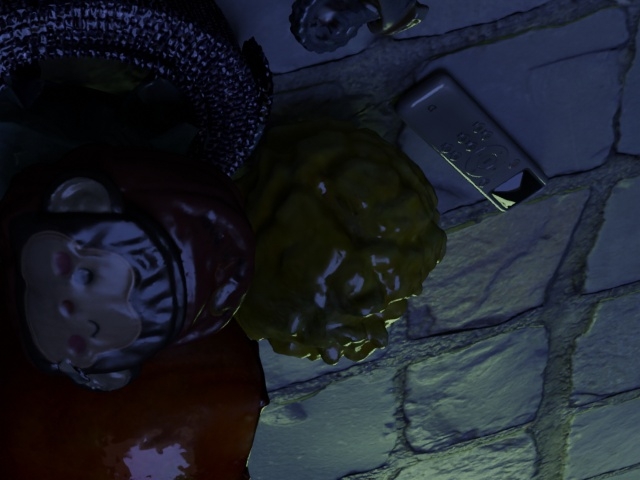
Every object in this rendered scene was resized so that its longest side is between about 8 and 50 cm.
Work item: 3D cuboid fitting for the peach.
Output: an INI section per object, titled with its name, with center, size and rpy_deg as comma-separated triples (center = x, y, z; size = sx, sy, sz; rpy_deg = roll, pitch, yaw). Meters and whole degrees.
[peach]
center = -0.195, 0.134, 1.419
size = 0.338, 0.281, 0.281
rpy_deg = 7, 149, 17

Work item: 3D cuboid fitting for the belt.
[belt]
center = -0.206, -0.121, 1.248
size = 0.325, 0.122, 0.260
rpy_deg = 12, 129, -37

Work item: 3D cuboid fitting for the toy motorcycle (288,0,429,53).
[toy motorcycle]
center = 0.058, -0.258, 1.234
size = 0.130, 0.094, 0.229
rpy_deg = 2, 126, -36

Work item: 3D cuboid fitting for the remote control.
[remote control]
center = 0.165, -0.096, 1.546
size = 0.067, 0.029, 0.261
rpy_deg = -33, 143, 16

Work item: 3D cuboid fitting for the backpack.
[backpack]
center = -0.159, 0.013, 1.233
size = 0.229, 0.139, 0.229
rpy_deg = -7, 127, -9

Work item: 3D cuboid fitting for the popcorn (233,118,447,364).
[popcorn]
center = 0.008, 0.000, 1.455
size = 0.225, 0.249, 0.249
rpy_deg = -25, 159, -52
